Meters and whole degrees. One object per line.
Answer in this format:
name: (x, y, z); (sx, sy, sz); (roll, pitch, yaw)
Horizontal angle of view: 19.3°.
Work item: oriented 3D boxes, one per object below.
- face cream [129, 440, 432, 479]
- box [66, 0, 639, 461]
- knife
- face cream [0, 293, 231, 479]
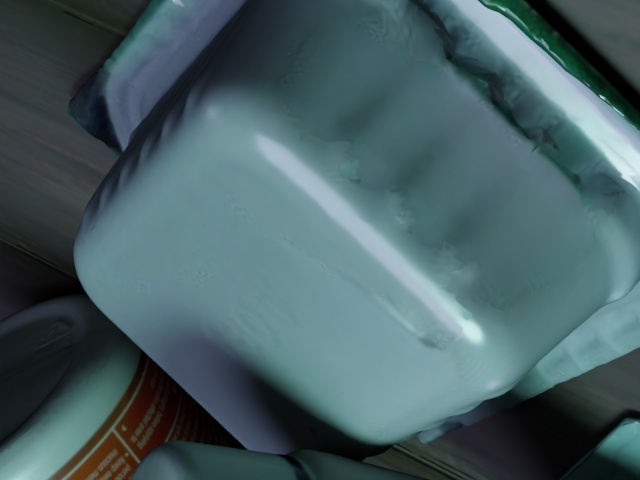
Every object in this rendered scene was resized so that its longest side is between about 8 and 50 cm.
face cream: (0.061, 0.154, 0.865); (0.314, 0.089, 0.143); (14, 159, -27)
box: (0.000, 0.000, 0.829); (0.264, 0.106, 0.337); (44, 150, -4)
knife: (0.120, 0.153, 0.971); (0.063, 0.034, 0.260); (38, 148, -2)
face cream: (-0.151, 0.160, 1.123); (0.201, 0.201, 0.187); (-3, 129, 51)
